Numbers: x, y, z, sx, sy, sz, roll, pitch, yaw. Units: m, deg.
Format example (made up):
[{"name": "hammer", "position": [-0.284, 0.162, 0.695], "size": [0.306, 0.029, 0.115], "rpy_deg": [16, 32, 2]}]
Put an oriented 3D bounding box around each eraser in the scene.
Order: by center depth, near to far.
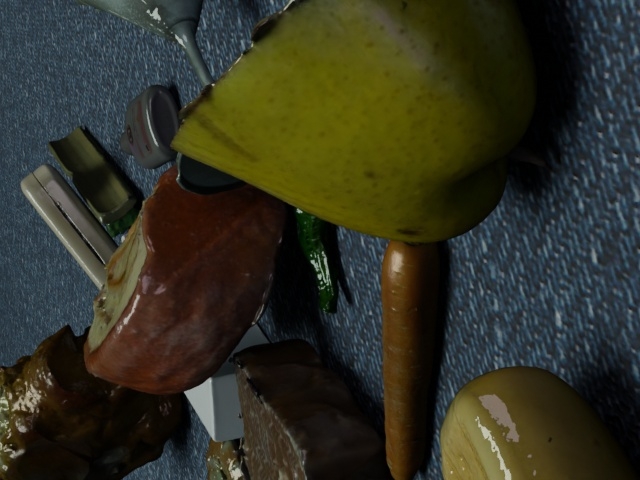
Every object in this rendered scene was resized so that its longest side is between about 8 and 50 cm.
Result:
[{"name": "eraser", "position": [-0.121, 0.086, 1.851], "size": [0.298, 0.076, 0.078], "rpy_deg": [-130, 33, -54]}]

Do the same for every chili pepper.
[{"name": "chili pepper", "position": [-0.004, -0.001, 1.503], "size": [0.055, 0.035, 0.118], "rpy_deg": [-103, 10, -71]}]

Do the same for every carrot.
[{"name": "carrot", "position": [0.065, 0.090, 1.352], "size": [0.043, 0.043, 0.248], "rpy_deg": [-123, 24, -47]}]

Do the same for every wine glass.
[{"name": "wine glass", "position": [-0.110, -0.163, 1.551], "size": [0.232, 0.156, 0.156], "rpy_deg": [62, 157, 27]}]

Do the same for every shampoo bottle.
[{"name": "shampoo bottle", "position": [-0.183, -0.116, 1.961], "size": [0.165, 0.040, 0.080], "rpy_deg": [165, 90, -71]}]

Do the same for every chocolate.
[{"name": "chocolate", "position": [-0.005, 0.182, 1.536], "size": [0.214, 0.093, 0.148], "rpy_deg": [-131, 32, -57]}]

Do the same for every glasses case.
[{"name": "glasses case", "position": [-0.284, -0.006, 2.206], "size": [0.196, 0.050, 0.083], "rpy_deg": [51, 179, 4]}]

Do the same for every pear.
[{"name": "pear", "position": [0.042, -0.081, 1.103], "size": [0.178, 0.267, 0.267], "rpy_deg": [52, 161, -1]}]

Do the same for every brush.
[{"name": "brush", "position": [-0.276, -0.075, 2.259], "size": [0.048, 0.054, 0.282], "rpy_deg": [65, 171, -30]}]

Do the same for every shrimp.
[{"name": "shrimp", "position": [-0.089, 0.288, 1.946], "size": [0.091, 0.043, 0.184], "rpy_deg": [140, 117, -66]}]

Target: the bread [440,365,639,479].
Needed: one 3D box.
[{"name": "bread", "position": [0.145, 0.176, 1.064], "size": [0.147, 0.098, 0.217], "rpy_deg": [107, 149, -58]}]

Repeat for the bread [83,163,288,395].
[{"name": "bread", "position": [-0.126, 0.045, 1.621], "size": [0.244, 0.123, 0.190], "rpy_deg": [124, 160, -51]}]

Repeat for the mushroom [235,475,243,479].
[{"name": "mushroom", "position": [-0.090, 0.322, 1.831], "size": [0.094, 0.072, 0.210], "rpy_deg": [-40, -36, -82]}]

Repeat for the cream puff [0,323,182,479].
[{"name": "cream puff", "position": [-0.290, 0.212, 2.176], "size": [0.269, 0.241, 0.155], "rpy_deg": [-30, 50, 32]}]
